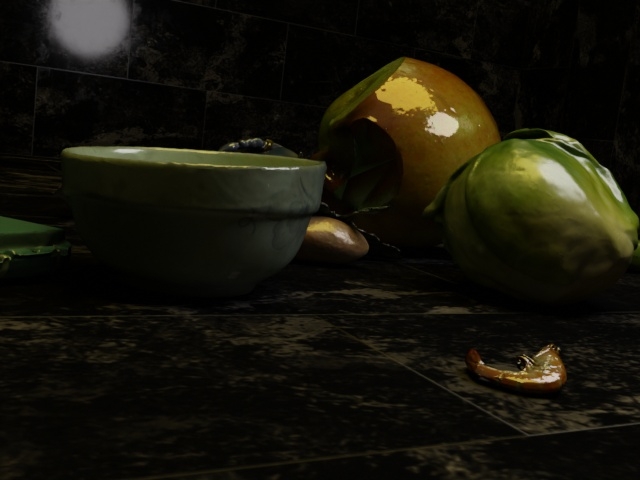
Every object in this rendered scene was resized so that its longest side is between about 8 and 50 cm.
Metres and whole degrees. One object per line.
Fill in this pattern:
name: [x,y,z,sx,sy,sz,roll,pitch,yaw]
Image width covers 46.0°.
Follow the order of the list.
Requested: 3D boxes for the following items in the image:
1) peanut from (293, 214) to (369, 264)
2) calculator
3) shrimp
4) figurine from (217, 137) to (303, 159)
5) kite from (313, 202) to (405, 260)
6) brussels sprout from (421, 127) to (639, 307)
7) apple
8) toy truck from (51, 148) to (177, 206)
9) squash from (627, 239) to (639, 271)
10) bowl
peanut: [0.000,0.000,1.157,0.152,0.076,0.076,9,7,-7]
calculator: [-0.430,-0.002,0.874,0.293,0.051,0.173,10,9,27]
shrimp: [0.182,0.109,0.680,0.091,0.025,0.127,9,11,29]
figurine: [-0.113,-0.096,1.452,0.175,0.197,0.265,22,3,10]
kite: [0.011,-0.024,1.208,0.267,0.013,0.323,-16,-33,42]
brussels sprout: [0.303,-0.032,1.080,0.259,0.227,0.294,-9,48,-28]
apple: [0.137,-0.157,1.409,0.384,0.374,0.374,29,18,30]
toy truck: [-0.340,-0.093,1.399,0.136,0.111,0.286,-29,-9,42]
squash: [0.681,0.033,1.533,0.252,0.066,0.066,3,9,-23]
bowl: [-0.152,-0.029,0.895,0.307,0.163,0.307,6,8,-1]
